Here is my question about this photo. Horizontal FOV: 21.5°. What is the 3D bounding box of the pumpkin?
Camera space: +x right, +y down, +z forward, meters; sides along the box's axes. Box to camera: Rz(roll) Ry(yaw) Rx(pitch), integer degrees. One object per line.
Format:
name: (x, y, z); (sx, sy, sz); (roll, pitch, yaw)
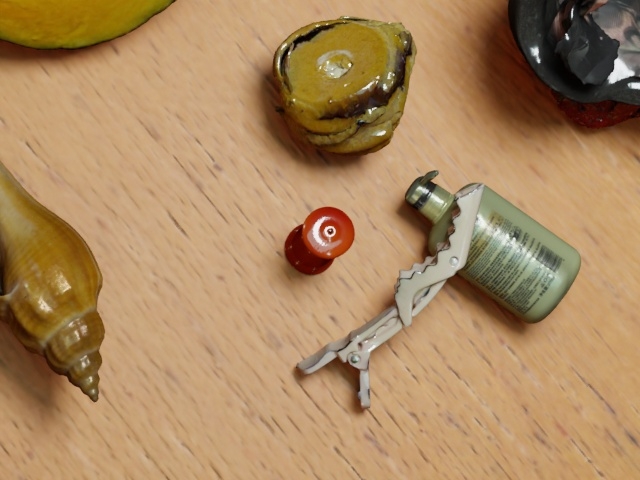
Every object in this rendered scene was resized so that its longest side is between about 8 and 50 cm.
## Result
pumpkin: (-0.256, -0.265, 1.428); (0.312, 0.169, 0.148); (11, 119, -33)

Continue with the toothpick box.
toothpick box: (0.000, 0.000, 1.444); (0.047, 0.083, 0.047); (2, 79, -12)

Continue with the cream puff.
cream puff: (0.024, -0.136, 1.462); (0.119, 0.104, 0.133); (30, 65, 28)

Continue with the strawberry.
strawberry: (0.261, -0.141, 1.525); (0.096, 0.083, 0.083); (22, 77, -14)

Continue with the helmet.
helmet: (0.277, -0.216, 1.417); (0.253, 0.198, 0.154); (-10, 46, -12)

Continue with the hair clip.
hair clip: (0.079, 0.049, 1.435); (0.072, 0.034, 0.226); (40, 101, -7)

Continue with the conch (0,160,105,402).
conch: (-0.259, -0.005, 1.401); (0.109, 0.093, 0.330); (-33, 67, 3)

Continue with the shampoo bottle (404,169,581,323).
shampoo bottle: (0.144, -0.001, 1.475); (0.162, 0.079, 0.079); (35, 76, -3)
